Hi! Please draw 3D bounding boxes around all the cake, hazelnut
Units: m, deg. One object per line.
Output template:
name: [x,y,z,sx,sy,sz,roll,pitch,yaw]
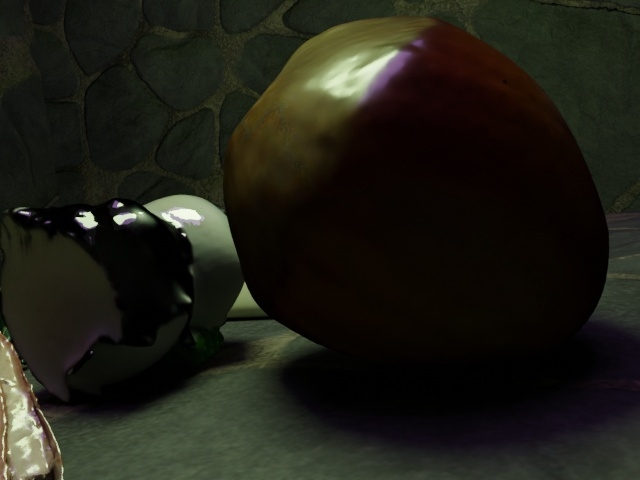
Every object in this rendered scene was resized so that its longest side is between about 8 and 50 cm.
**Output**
cake: [-0.259,0.119,0.385,0.098,0.135,0.287,9,0,-43]
hazelnut: [0.083,-0.040,0.541,0.366,0.365,0.366,-7,3,0]

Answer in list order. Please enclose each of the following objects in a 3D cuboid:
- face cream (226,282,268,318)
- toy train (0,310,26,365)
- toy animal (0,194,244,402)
face cream: [0.007,0.046,0.894,0.349,0.081,0.173,-5,42,25]
toy train: [-0.455,0.122,0.632,0.202,0.120,0.301,-10,3,-16]
toy animal: [-0.194,0.054,0.635,0.213,0.212,0.267,-6,0,31]
